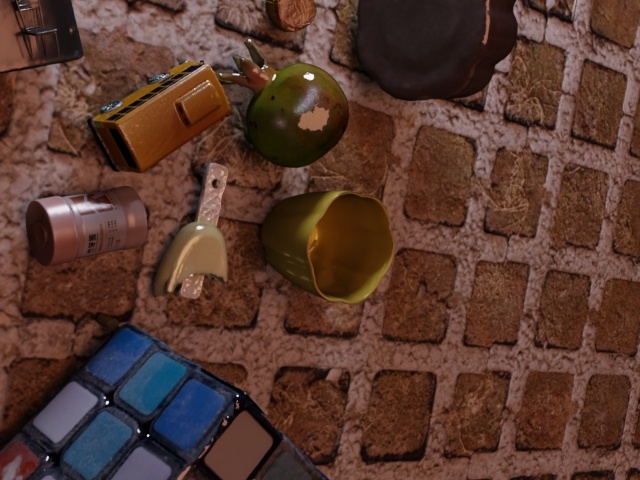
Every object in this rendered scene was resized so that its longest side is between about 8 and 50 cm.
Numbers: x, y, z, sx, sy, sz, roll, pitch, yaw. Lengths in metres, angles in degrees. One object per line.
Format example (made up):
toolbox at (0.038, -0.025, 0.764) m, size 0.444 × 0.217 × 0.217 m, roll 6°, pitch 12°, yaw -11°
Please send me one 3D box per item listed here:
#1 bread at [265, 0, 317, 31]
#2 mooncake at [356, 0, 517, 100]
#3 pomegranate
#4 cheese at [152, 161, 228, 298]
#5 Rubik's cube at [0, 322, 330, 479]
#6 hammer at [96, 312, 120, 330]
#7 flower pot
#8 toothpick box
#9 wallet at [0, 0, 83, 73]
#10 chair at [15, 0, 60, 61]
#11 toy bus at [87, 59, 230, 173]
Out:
bread at (-0.053, -0.396, 1.579) m, size 0.085 × 0.053 × 0.085 m, roll -9°, pitch 109°, yaw -27°
mooncake at (0.213, -0.395, 1.653) m, size 0.154 × 0.306 × 0.306 m, roll -13°, pitch 106°, yaw -50°
pomegranate at (-0.062, -0.227, 1.532) m, size 0.224 × 0.181 × 0.181 m, roll 41°, pitch 71°, yaw -20°
cheese at (-0.196, -0.013, 1.527) m, size 0.127 × 0.050 × 0.235 m, roll 12°, pitch 89°, yaw -37°
Rubik's cube at (-0.228, 0.385, 1.364) m, size 0.362 × 0.359 × 0.363 m, roll -53°, pitch 133°, yaw -21°
hammer at (-0.307, 0.147, 1.479) m, size 0.110 × 0.035 × 0.019 m, roll 41°, pitch 73°, yaw -45°
flower pot at (0.000, 0.000, 1.605) m, size 0.195 × 0.179 × 0.195 m, roll -9°, pitch 105°, yaw -38°
toothpick box at (-0.344, -0.023, 1.372) m, size 0.149 × 0.098 × 0.098 m, roll -13°, pitch 105°, yaw -38°
wallet at (-0.464, -0.424, 1.234) m, size 0.228 × 0.062 × 0.406 m, roll -20°, pitch 111°, yaw -36°
chair at (-0.381, -0.288, 1.260) m, size 0.037 × 0.042 × 0.086 m, roll -25°, pitch 115°, yaw -38°
toy bus at (-0.238, -0.193, 1.420) m, size 0.201 × 0.114 × 0.098 m, roll -39°, pitch 120°, yaw -28°
